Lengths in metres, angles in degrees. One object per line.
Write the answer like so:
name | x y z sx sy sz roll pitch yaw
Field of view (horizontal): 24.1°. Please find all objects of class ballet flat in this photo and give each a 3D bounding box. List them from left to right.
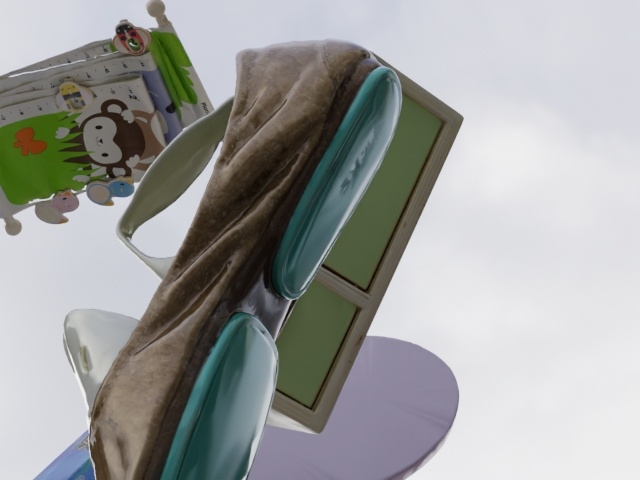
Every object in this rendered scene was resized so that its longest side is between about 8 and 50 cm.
ballet flat | -0.068 0.028 0.839 0.124 0.342 0.116 15 -20 21

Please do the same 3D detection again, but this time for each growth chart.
growth chart | -0.198 -0.094 1.265 0.237 0.021 0.172 -22 -51 13

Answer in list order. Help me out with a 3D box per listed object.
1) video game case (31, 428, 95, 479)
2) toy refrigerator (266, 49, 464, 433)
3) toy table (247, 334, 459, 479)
video game case | -0.228 0.339 1.800 0.061 0.269 0.244 -1 -62 37
toy refrigerator | 0.000 0.000 1.124 0.102 0.269 0.094 33 -16 -25
toy table | 0.003 0.215 1.549 0.274 0.252 0.161 -7 -35 -7
